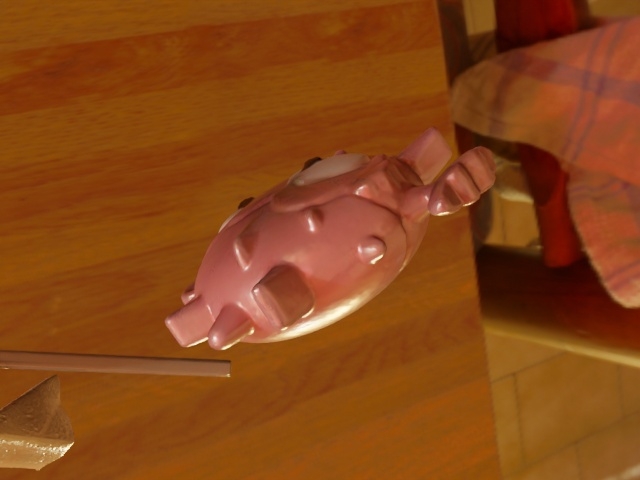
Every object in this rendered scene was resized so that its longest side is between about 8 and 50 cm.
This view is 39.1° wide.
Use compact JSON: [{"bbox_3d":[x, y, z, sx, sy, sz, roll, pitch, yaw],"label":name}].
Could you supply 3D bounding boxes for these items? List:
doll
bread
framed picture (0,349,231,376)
[{"bbox_3d":[0.000,0.000,0.601,0.093,0.262,0.211,55,44,-14],"label":"doll"},{"bbox_3d":[-0.372,0.208,1.055,0.077,0.105,0.152,-37,150,14],"label":"bread"},{"bbox_3d":[-0.246,0.140,1.025,0.289,0.211,0.020,3,81,-5],"label":"framed picture"}]
